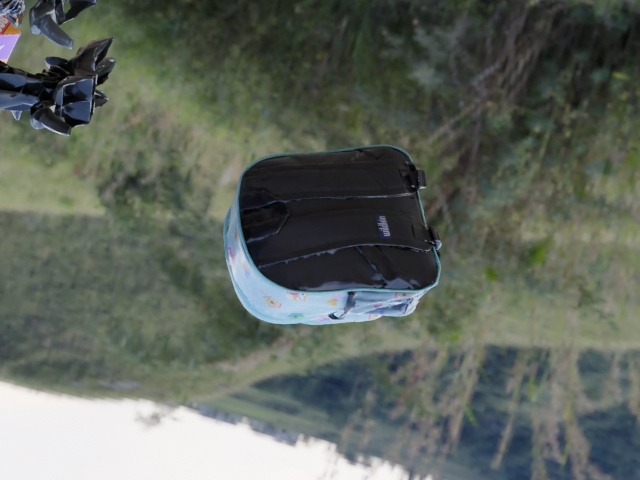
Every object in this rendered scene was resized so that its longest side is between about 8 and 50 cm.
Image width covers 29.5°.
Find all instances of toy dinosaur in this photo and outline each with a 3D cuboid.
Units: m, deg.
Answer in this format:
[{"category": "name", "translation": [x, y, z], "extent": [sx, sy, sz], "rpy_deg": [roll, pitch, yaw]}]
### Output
[{"category": "toy dinosaur", "translation": [-0.260, -0.158, 0.844], "extent": [0.218, 0.322, 0.164], "rpy_deg": [12, 156, -1]}]

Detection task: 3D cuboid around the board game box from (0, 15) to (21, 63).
[{"category": "board game box", "translation": [-0.694, -0.288, 1.670], "extent": [0.356, 0.356, 0.356], "rpy_deg": [-12, -118, -43]}]

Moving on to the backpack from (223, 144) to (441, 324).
[{"category": "backpack", "translation": [0.000, 0.000, 1.163], "extent": [0.188, 0.165, 0.144], "rpy_deg": [-1, 157, -23]}]
